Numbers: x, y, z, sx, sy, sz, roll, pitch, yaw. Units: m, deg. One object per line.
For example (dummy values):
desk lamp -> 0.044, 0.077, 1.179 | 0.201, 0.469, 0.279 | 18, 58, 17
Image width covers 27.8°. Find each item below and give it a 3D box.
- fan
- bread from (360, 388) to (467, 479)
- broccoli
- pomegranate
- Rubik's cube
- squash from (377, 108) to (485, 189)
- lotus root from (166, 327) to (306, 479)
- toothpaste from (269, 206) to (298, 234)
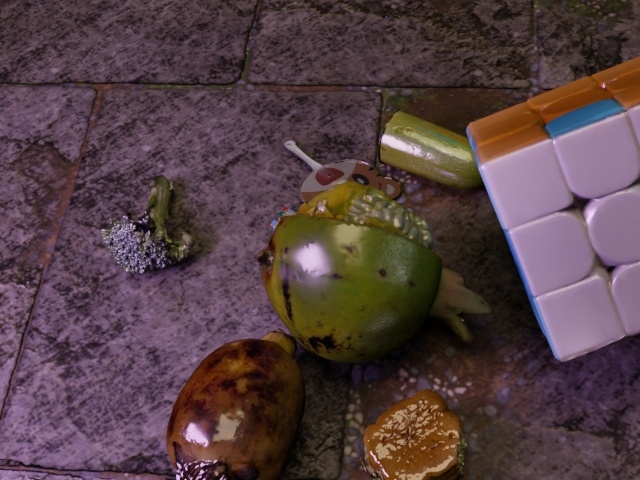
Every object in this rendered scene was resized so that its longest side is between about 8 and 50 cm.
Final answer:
fan -> 0.011, -0.102, 2.073 | 0.152, 0.008, 0.227 | -30, 49, -27
bread -> 0.131, 0.279, 1.721 | 0.140, 0.069, 0.128 | -34, 56, -18
broccoli -> -0.261, -0.030, 2.010 | 0.122, 0.118, 0.204 | -25, 28, 25
pomegranate -> 0.074, 0.057, 1.805 | 0.341, 0.260, 0.260 | 21, 52, -10
Rubik's cube -> 0.382, -0.054, 1.722 | 0.291, 0.290, 0.291 | -21, 14, 8
squash -> 0.191, -0.135, 2.036 | 0.188, 0.095, 0.095 | 22, 57, 22
lotus root -> -0.110, 0.231, 1.740 | 0.169, 0.141, 0.314 | 14, 50, 12
toothpaste -> 0.000, 0.000, 1.986 | 0.164, 0.034, 0.046 | 25, 61, 24
